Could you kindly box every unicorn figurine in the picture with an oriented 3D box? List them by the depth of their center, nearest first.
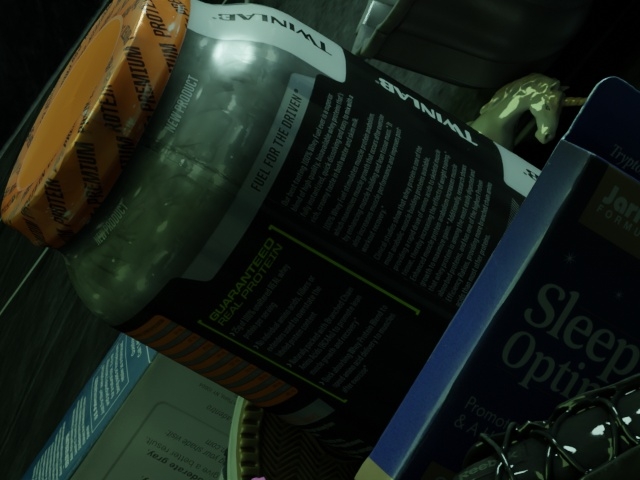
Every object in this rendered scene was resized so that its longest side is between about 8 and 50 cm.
[{"bbox_3d":[0.110,-0.056,1.250,0.111,0.060,0.162,-63,18,-6],"label":"unicorn figurine"}]

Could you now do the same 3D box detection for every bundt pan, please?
[{"bbox_3d":[0.147,-0.240,1.271,0.331,0.124,0.331,-62,7,14],"label":"bundt pan"}]

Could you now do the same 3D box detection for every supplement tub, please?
[{"bbox_3d":[0.000,0.000,1.042,0.193,0.316,0.193,-50,20,26],"label":"supplement tub"}]

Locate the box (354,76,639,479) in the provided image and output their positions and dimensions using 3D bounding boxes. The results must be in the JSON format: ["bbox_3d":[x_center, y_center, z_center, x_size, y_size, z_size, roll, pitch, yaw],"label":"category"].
[{"bbox_3d":[0.130,0.049,0.903,0.225,0.136,0.036,-60,27,2],"label":"box"}]

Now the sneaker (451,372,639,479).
[{"bbox_3d":[0.130,0.112,0.822,0.286,0.130,0.109,-52,17,19],"label":"sneaker"}]

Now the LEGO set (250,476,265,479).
[{"bbox_3d":[0.017,0.178,0.970,0.087,0.227,0.093,-22,49,-8],"label":"LEGO set"}]

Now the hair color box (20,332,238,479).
[{"bbox_3d":[-0.117,0.201,1.276,0.347,0.174,0.105,-54,19,16],"label":"hair color box"}]

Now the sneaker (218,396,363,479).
[{"bbox_3d":[-0.039,0.189,1.149,0.153,0.099,0.282,-35,45,54],"label":"sneaker"}]
